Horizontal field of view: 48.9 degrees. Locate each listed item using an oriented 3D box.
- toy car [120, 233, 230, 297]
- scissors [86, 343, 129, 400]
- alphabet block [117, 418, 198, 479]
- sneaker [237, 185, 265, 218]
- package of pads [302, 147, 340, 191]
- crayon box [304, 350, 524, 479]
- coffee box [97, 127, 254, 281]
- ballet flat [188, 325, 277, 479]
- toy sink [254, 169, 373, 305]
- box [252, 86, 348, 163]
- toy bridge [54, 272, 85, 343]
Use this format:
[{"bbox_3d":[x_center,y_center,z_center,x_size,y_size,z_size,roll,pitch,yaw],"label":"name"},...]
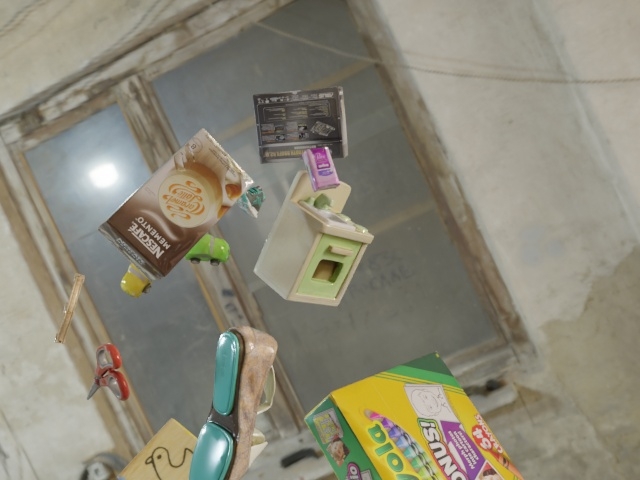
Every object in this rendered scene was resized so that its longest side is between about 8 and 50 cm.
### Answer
[{"bbox_3d":[-0.310,0.009,1.524,0.225,0.238,0.053,4,-26,-4],"label":"toy car"},{"bbox_3d":[-0.426,0.258,1.358,0.021,0.108,0.297,-21,0,-33],"label":"scissors"},{"bbox_3d":[-0.380,0.619,1.838,0.197,0.192,0.193,-48,-16,-28],"label":"alphabet block"},{"bbox_3d":[-0.188,-0.119,1.881,0.076,0.065,0.166,-55,-11,-9],"label":"sneaker"},{"bbox_3d":[0.001,-0.136,1.345,0.050,0.083,0.032,-11,-15,-24],"label":"package of pads"},{"bbox_3d":[0.190,0.401,1.232,0.313,0.362,0.106,-9,-32,-47],"label":"crayon box"},{"bbox_3d":[-0.256,-0.062,1.261,0.246,0.141,0.098,-51,16,-24],"label":"coffee box"},{"bbox_3d":[-0.130,0.295,1.151,0.106,0.315,0.108,8,11,-41],"label":"ballet flat"},{"bbox_3d":[0.000,0.000,1.408,0.153,0.131,0.234,14,-74,-46],"label":"toy sink"},{"bbox_3d":[-0.051,-0.298,1.827,0.231,0.182,0.056,-3,14,14],"label":"box"},{"bbox_3d":[-0.632,0.173,1.774,0.026,0.188,0.063,17,7,-21],"label":"toy bridge"}]
